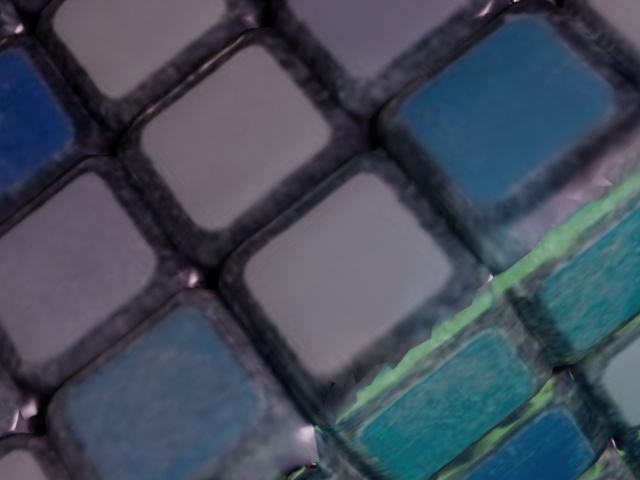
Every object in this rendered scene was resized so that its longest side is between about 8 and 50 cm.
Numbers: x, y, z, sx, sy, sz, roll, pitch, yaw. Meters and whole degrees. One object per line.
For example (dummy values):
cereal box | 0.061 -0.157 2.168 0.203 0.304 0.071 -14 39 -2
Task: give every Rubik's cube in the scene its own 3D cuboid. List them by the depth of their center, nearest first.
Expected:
Rubik's cube | 0.000 0.000 0.598 0.292 0.293 0.287 -40 145 -1
